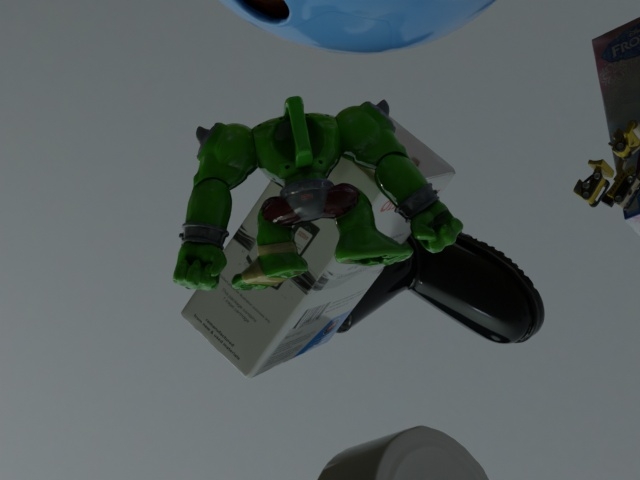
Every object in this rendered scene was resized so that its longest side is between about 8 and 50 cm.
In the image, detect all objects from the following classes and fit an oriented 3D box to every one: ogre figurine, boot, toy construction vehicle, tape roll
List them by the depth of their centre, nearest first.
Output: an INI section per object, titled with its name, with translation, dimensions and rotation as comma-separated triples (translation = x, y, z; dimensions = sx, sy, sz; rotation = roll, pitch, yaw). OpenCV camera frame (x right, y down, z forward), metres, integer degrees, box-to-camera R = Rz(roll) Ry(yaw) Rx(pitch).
[ogre figurine]
translation = -0.008, -0.035, 0.955
dimensions = 0.197, 0.097, 0.118
rotation = -12, -101, 13
[boot]
translation = 0.082, 0.052, 1.395
dimensions = 0.207, 0.246, 0.094
rotation = -30, 154, -43
[toy construction vehicle]
translation = 0.302, -0.075, 1.402
dimensions = 0.035, 0.086, 0.098
rotation = 30, -91, 40
[tape roll]
translation = 0.112, 0.366, 1.584
dimensions = 0.100, 0.286, 0.286
rotation = -23, -144, 34

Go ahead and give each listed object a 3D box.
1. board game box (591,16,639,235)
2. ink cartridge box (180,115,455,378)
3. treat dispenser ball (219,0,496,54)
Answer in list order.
[board game box]
translation = 0.534, -0.200, 1.805
dimensions = 0.318, 0.066, 0.318
rotation = -24, -130, 29
[ink cartridge box]
translation = 0.000, 0.000, 1.110
dimensions = 0.203, 0.086, 0.148
rotation = -55, 163, 22
[treat dispenser ball]
translation = 0.025, -0.270, 0.920
dimensions = 0.288, 0.288, 0.288
rotation = -32, -148, 23
